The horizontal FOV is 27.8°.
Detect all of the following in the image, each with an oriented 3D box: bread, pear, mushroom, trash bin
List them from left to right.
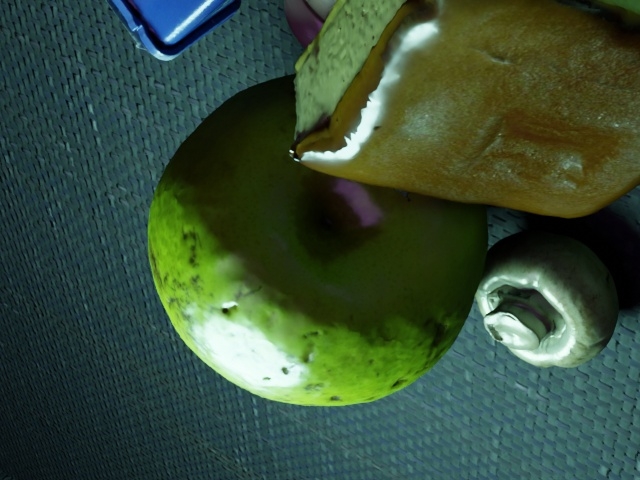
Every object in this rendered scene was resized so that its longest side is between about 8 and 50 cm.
[{"bbox_3d":[-0.132,-0.324,1.381,0.234,0.162,0.184,-22,108,50],"label":"trash bin"},{"bbox_3d":[0.000,0.000,1.394,0.391,0.391,0.391,29,143,24],"label":"pear"},{"bbox_3d":[0.171,-0.149,1.110,0.324,0.143,0.333,8,153,-19],"label":"bread"},{"bbox_3d":[0.242,0.069,1.406,0.166,0.127,0.166,31,151,19],"label":"mushroom"}]

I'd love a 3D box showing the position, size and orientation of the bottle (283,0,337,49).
[{"bbox_3d":[0.076,-0.276,1.189,0.206,0.173,0.297,23,146,-5],"label":"bottle"}]
